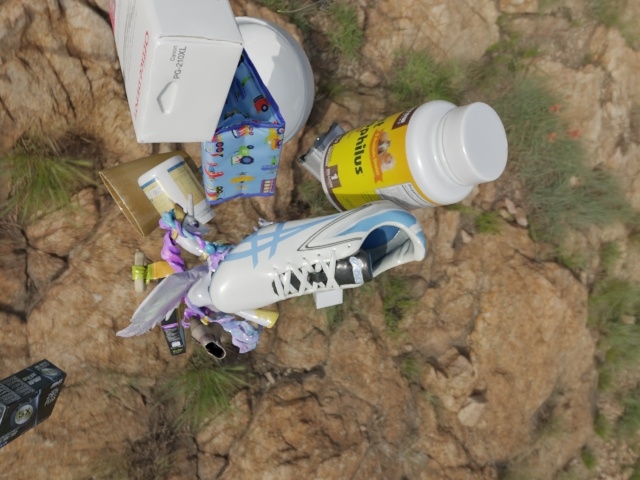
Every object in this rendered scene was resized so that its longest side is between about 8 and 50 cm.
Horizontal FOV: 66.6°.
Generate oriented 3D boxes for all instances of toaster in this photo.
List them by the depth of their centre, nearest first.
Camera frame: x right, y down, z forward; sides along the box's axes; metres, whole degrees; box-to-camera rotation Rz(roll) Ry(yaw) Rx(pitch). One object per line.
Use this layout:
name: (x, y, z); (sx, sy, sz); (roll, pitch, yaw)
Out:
toaster: (0.033, -0.281, 1.627); (0.146, 0.129, 0.227); (44, 47, -11)

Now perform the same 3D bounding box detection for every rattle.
rattle: (-0.518, 0.110, 1.530); (0.143, 0.199, 0.130); (-16, 63, -21)

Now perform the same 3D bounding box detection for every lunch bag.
lunch bag: (-0.173, -0.254, 0.918); (0.138, 0.221, 0.293); (-10, 65, -16)

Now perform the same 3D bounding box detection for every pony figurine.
pony figurine: (-0.276, 0.110, 1.165); (0.364, 0.303, 0.350); (32, 82, -9)

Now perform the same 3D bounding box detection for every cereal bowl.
cereal bowl: (-0.166, -0.406, 1.278); (0.338, 0.339, 0.141); (62, 30, -14)

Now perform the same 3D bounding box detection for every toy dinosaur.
toy dinosaur: (-0.006, -0.548, 1.124); (0.183, 0.092, 0.053); (-23, 108, 2)

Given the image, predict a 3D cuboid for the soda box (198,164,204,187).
soda box: (-0.408, -0.230, 1.715); (0.063, 0.058, 0.183); (48, 57, -8)

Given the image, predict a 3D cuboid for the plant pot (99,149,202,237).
plant pot: (-0.513, -0.172, 1.537); (0.254, 0.237, 0.237); (-35, 106, -22)

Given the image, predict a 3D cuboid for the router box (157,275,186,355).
router box: (-0.411, 0.206, 1.343); (0.046, 0.178, 0.133); (-12, 134, -13)

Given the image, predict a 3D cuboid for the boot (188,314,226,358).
boot: (-0.196, 0.184, 0.893); (0.042, 0.087, 0.118); (-47, 138, -2)

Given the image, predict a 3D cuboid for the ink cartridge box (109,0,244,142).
ink cartridge box: (-0.190, -0.265, 0.607); (0.100, 0.172, 0.237); (-7, 64, -29)

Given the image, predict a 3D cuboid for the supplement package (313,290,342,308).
supplement package: (0.014, 0.160, 1.918); (0.105, 0.179, 0.105); (-12, 140, -9)

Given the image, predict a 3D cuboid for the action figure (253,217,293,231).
action figure: (0.000, 0.000, 0.886); (0.285, 0.185, 0.099); (-9, 121, -34)

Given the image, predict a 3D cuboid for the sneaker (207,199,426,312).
sneaker: (-0.001, 0.021, 0.509); (0.237, 0.086, 0.085); (-20, 122, -11)

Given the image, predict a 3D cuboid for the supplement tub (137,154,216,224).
supplement tub: (-0.404, -0.125, 1.385); (0.144, 0.144, 0.199); (-38, 106, -25)

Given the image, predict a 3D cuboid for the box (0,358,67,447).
box: (-0.725, 0.393, 1.171); (0.078, 0.180, 0.147); (30, 106, 9)

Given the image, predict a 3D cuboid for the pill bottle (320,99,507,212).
pill bottle: (0.105, -0.095, 0.585); (0.117, 0.215, 0.117); (4, 83, -38)
